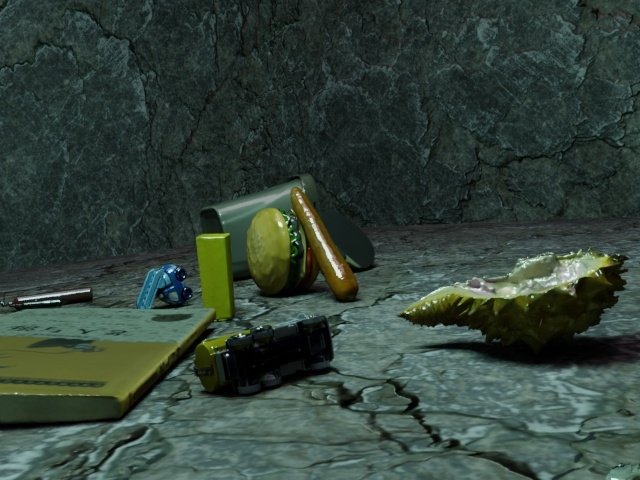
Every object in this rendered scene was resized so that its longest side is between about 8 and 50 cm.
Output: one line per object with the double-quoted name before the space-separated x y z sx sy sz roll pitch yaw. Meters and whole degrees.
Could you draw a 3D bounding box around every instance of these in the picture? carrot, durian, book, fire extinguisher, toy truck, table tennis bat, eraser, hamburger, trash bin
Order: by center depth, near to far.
"toy truck" -0.051 0.102 0.633 0.123 0.052 0.062 -10 0 -38
"durian" 0.183 0.070 0.664 0.224 0.078 0.140 -15 11 29
"book" -0.280 0.117 0.746 0.268 0.032 0.389 0 5 2
"eraser" -0.153 0.052 1.017 0.045 0.122 0.097 -4 4 -4
"carrot" 0.000 0.000 1.112 0.043 0.248 0.043 -17 -38 -14
"toy truck" -0.267 0.084 1.156 0.090 0.073 0.056 -26 17 -40
"hamburger" -0.064 0.019 1.204 0.115 0.162 0.162 0 1 -26
"fire extinguisher" -0.525 0.116 1.321 0.173 0.035 0.049 -7 42 -25
"table tennis bat" 0.044 0.014 1.435 0.021 0.154 0.274 -48 5 25
"trash bin" -0.124 -0.023 1.565 0.250 0.220 0.219 -14 5 -24

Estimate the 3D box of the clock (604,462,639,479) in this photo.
"clock" 0.175 0.121 0.324 0.083 0.010 0.074 -2 4 33
